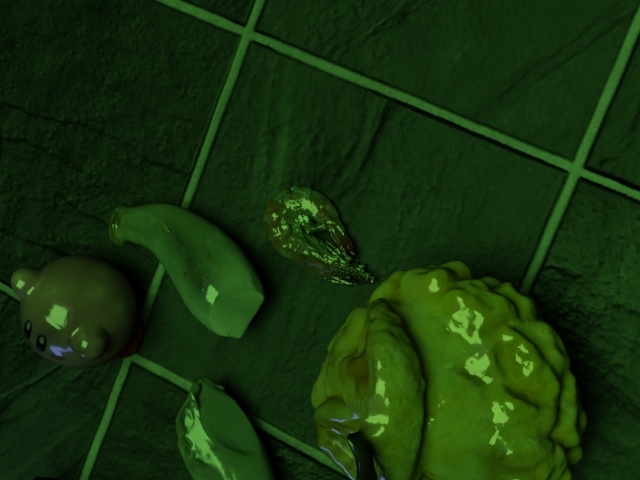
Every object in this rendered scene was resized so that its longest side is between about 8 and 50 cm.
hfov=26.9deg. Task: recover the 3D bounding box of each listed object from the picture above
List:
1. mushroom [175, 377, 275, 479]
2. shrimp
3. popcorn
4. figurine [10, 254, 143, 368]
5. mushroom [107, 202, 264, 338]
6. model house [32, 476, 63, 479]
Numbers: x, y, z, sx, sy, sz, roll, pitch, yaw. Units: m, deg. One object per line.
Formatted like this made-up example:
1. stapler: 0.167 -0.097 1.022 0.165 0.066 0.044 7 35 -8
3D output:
1. mushroom: -0.108 0.358 1.846 0.109 0.097 0.351 -26 85 22
2. shrimp: 0.000 0.000 1.816 0.190 0.042 0.101 39 98 18
3. popcorn: 0.137 0.208 1.608 0.349 0.382 0.349 11 110 32
4. figurine: -0.344 0.102 1.893 0.173 0.173 0.173 1 92 22
5. mushroom: -0.188 0.017 1.870 0.270 0.103 0.118 40 100 27
6. model house: -0.371 0.491 1.910 0.196 0.160 0.254 15 92 16
